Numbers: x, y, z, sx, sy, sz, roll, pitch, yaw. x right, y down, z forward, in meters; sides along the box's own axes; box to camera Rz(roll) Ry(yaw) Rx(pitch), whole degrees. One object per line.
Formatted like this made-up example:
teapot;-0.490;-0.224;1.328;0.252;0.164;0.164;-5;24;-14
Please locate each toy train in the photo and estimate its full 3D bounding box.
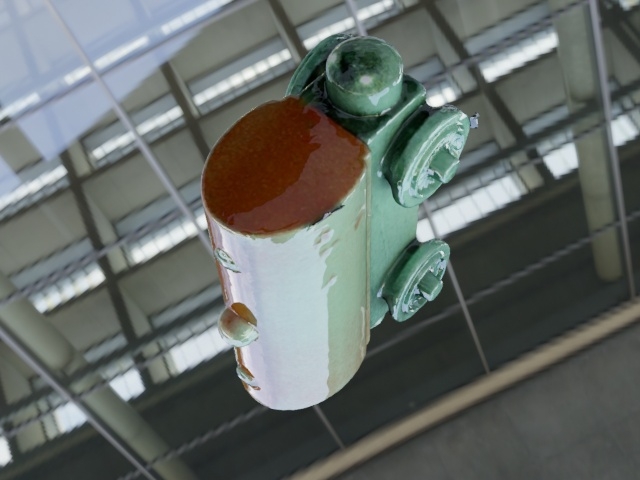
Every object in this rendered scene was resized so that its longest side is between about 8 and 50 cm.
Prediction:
toy train;0.000;0.000;0.755;0.116;0.285;0.177;37;-113;19
